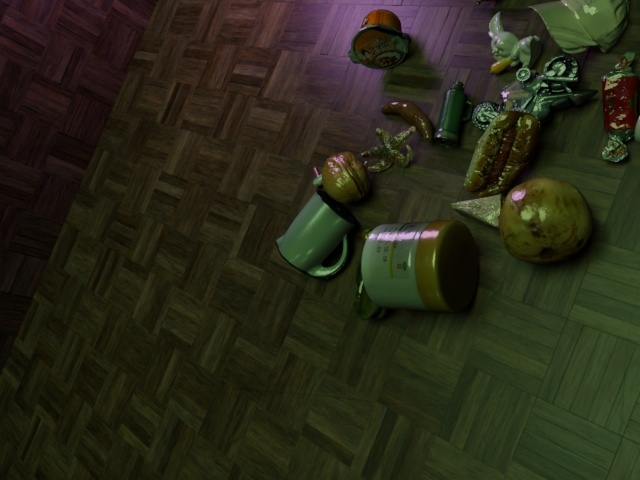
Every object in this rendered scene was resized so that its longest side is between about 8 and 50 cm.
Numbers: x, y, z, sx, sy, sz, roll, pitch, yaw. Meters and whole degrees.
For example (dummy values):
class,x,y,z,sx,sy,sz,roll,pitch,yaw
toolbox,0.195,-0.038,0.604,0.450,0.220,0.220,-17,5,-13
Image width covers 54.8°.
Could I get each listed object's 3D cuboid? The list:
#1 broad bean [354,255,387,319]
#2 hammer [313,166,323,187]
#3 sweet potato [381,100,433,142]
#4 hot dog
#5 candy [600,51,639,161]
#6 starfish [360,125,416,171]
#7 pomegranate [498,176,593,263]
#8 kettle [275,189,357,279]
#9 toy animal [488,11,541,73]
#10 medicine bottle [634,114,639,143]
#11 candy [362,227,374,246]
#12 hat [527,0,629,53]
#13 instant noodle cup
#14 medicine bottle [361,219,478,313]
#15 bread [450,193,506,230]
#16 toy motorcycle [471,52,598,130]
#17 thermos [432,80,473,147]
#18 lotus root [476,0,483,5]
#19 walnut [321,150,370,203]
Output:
class,x,y,z,sx,sy,sz,roll,pitch,yaw
broad bean,0.145,0.126,1.767,0.153,0.072,0.207,-6,85,61
hammer,-0.009,-0.218,2.075,0.052,0.031,0.083,-38,48,18
sweet potato,0.275,-0.382,1.891,0.255,0.058,0.078,45,124,43
hot dog,0.473,-0.221,1.606,0.144,0.075,0.268,20,121,2
candy,0.733,-0.331,1.509,0.086,0.059,0.292,-2,74,36
starfish,0.217,-0.283,1.894,0.209,0.053,0.150,-41,81,38
pomegranate,0.535,-0.052,1.485,0.215,0.215,0.215,-14,66,34
kettle,0.000,0.000,1.921,0.221,0.161,0.236,42,105,8
toy animal,0.530,-0.549,1.742,0.181,0.131,0.127,33,64,33
medicine bottle,0.842,-0.231,1.364,0.260,0.095,0.095,27,92,42
candy,0.149,0.063,1.845,0.060,0.060,0.201,-2,81,38
hat,0.659,-0.596,1.577,0.164,0.226,0.219,-50,50,40
instant noodle cup,0.193,-0.661,1.990,0.208,0.178,0.126,-2,58,16
medicine bottle,0.261,0.067,1.622,0.232,0.238,0.238,-1,74,38
bread,0.428,-0.058,1.641,0.152,0.077,0.105,-11,67,37
toy motorcycle,0.557,-0.359,1.634,0.307,0.108,0.173,-30,67,25
thermos,0.385,-0.370,1.787,0.083,0.073,0.188,6,78,41
lotus root,0.519,-0.750,1.821,0.152,0.063,0.072,-43,34,18
walnut,0.078,-0.190,1.922,0.144,0.144,0.180,-45,57,17
